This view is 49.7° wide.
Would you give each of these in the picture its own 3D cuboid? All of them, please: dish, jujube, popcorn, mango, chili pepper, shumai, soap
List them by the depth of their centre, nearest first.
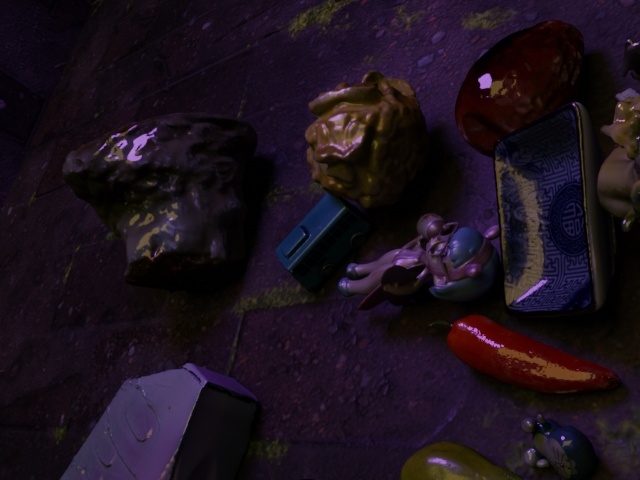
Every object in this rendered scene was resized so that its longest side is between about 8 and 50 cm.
[{"bbox_3d":[0.169,0.289,0.825,0.165,0.074,0.091,-6,58,42],"label":"mango"},{"bbox_3d":[0.301,-0.029,0.858,0.182,0.080,0.243,156,112,-71],"label":"dish"},{"bbox_3d":[0.237,0.144,0.872,0.272,0.063,0.071,18,89,46],"label":"chili pepper"},{"bbox_3d":[0.295,-0.224,1.000,0.168,0.168,0.236,8,52,47],"label":"jujube"},{"bbox_3d":[0.074,-0.166,1.109,0.181,0.235,0.217,23,102,38],"label":"popcorn"},{"bbox_3d":[-0.294,0.405,1.143,0.446,0.156,0.261,-56,39,-3],"label":"soap"},{"bbox_3d":[-0.286,-0.063,1.383,0.324,0.397,0.324,-31,74,53],"label":"shumai"}]

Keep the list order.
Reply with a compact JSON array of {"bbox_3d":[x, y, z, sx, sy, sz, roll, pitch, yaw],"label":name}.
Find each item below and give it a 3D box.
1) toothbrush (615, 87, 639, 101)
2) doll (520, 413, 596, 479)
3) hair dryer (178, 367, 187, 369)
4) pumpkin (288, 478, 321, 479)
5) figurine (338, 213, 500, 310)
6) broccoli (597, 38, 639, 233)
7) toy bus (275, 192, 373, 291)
[{"bbox_3d":[0.451,-0.109,0.863,0.025,0.020,0.287,-33,44,15],"label":"toothbrush"},{"bbox_3d":[0.268,0.230,0.777,0.050,0.076,0.083,-28,26,-22],"label":"doll"},{"bbox_3d":[-0.282,0.272,1.324,0.083,0.026,0.047,-16,52,41],"label":"hair dryer"},{"bbox_3d":[-0.020,0.430,0.775,0.320,0.192,0.321,-5,53,7],"label":"pumpkin"},{"bbox_3d":[0.151,0.036,1.019,0.260,0.103,0.205,-15,18,40],"label":"figurine"},{"bbox_3d":[0.402,-0.072,0.644,0.272,0.324,0.334,23,70,33],"label":"broccoli"},{"bbox_3d":[0.000,0.000,1.179,0.160,0.091,0.079,-47,39,10],"label":"toy bus"}]
